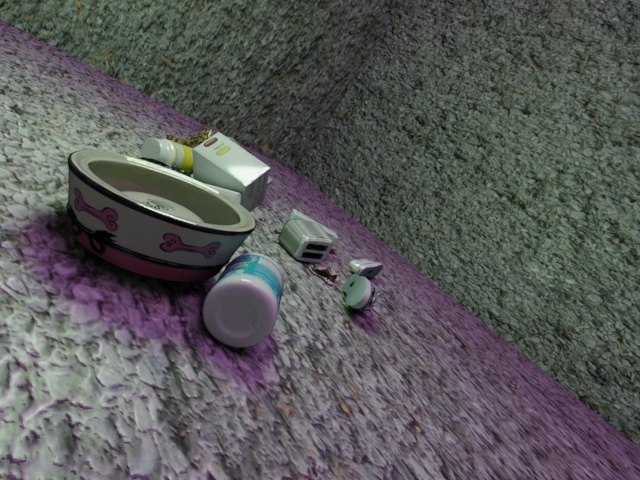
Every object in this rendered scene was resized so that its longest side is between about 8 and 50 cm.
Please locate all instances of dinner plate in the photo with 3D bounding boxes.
[{"bbox_3d":[0.021,0.116,1.738,0.141,0.017,0.141,33,11,-7],"label":"dinner plate"}]

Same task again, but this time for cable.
[{"bbox_3d":[-0.534,-0.244,1.468,0.185,0.047,0.151,11,0,27],"label":"cable"}]

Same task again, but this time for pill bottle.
[{"bbox_3d":[-0.584,-0.328,1.673,0.119,0.119,0.209,38,12,21],"label":"pill bottle"},{"bbox_3d":[-0.158,0.114,0.946,0.146,0.146,0.264,32,11,-8],"label":"pill bottle"}]

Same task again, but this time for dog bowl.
[{"bbox_3d":[-0.362,-0.052,0.969,0.408,0.150,0.408,25,13,-6],"label":"dog bowl"}]

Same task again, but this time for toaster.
[{"bbox_3d":[-0.060,0.002,1.697,0.227,0.129,0.146,10,27,-44],"label":"toaster"}]

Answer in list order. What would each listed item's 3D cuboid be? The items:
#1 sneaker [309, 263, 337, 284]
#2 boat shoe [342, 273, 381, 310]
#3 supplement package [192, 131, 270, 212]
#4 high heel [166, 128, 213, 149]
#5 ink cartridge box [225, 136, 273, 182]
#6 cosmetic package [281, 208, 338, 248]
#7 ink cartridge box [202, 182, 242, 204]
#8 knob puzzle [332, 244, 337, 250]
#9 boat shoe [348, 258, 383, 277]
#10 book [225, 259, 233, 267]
[{"bbox_3d":[0.013,0.116,1.614,0.119,0.057,0.047,34,14,9],"label":"sneaker"},{"bbox_3d":[0.150,0.198,1.522,0.105,0.113,0.306,38,-4,-5],"label":"boat shoe"},{"bbox_3d":[-0.353,-0.252,1.677,0.262,0.204,0.145,35,54,10],"label":"supplement package"},{"bbox_3d":[-0.632,-0.503,2.083,0.261,0.186,0.093,38,13,21],"label":"high heel"},{"bbox_3d":[-0.395,-0.358,2.118,0.309,0.130,0.272,46,10,-8],"label":"ink cartridge box"},{"bbox_3d":[-0.048,-0.030,1.900,0.231,0.117,0.085,29,13,-15],"label":"cosmetic package"},{"bbox_3d":[-0.468,-0.175,1.497,0.261,0.066,0.296,11,1,26],"label":"ink cartridge box"},{"bbox_3d":[0.000,0.000,2.115,0.213,0.030,0.213,32,11,-7],"label":"knob puzzle"},{"bbox_3d":[0.218,0.122,2.040,0.084,0.095,0.258,44,14,25],"label":"boat shoe"},{"bbox_3d":[-0.193,0.101,1.201,0.144,0.035,0.096,24,11,-34],"label":"book"}]
